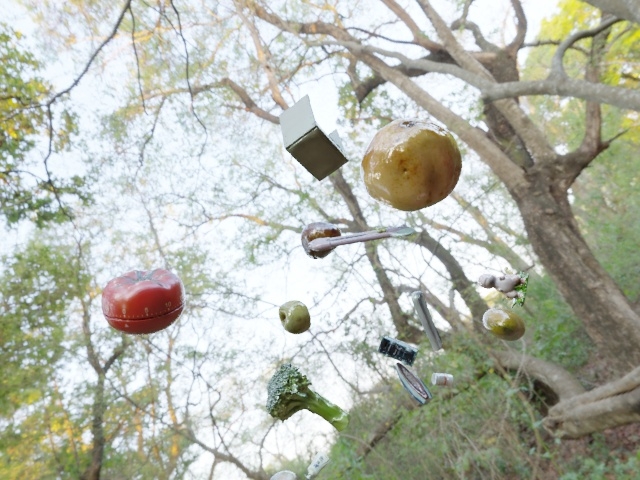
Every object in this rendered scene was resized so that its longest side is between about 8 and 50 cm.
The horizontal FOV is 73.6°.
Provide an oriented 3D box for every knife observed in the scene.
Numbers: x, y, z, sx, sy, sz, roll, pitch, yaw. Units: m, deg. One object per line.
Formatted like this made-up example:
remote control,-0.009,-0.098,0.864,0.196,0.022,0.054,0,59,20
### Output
knife,0.149,-0.015,1.609,0.399,0.038,0.132,-11,15,2
knife,0.436,0.323,1.738,0.041,0.265,0.073,-17,13,34

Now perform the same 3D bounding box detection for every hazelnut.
hazelnut,0.000,0.000,2.407,0.252,0.217,0.217,-16,-12,37

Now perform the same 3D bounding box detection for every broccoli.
broccoli,-0.079,0.763,2.014,0.274,0.397,0.353,-61,20,-13

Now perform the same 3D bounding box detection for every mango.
mango,0.835,0.381,1.962,0.255,0.176,0.139,26,-99,-48

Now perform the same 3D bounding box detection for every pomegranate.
pomegranate,0.361,-0.286,1.736,0.412,0.411,0.411,-28,-29,-17

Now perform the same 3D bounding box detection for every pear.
pear,-0.120,0.361,2.031,0.137,0.167,0.167,-12,-36,-24

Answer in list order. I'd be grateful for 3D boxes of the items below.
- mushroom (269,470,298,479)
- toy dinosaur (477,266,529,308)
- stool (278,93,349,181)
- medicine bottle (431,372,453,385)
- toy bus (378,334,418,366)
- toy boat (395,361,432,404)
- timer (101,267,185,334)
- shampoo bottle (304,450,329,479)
mushroom,-0.097,0.935,1.519,0.215,0.207,0.207,4,-36,-2
toy dinosaur,0.720,0.188,1.695,0.194,0.177,0.152,-8,-73,-61
stool,-0.031,-0.443,1.860,0.170,0.269,0.244,-31,-45,20
medicine bottle,0.593,0.678,2.082,0.089,0.057,0.057,7,-41,-9
toy bus,0.343,0.484,1.883,0.092,0.160,0.079,10,-81,-69
toy boat,0.400,0.618,1.888,0.080,0.229,0.045,-30,-46,-12
timer,-0.851,0.295,2.072,0.378,0.378,0.279,-13,-69,-39
shampoo bottle,-0.015,0.799,1.504,0.034,0.049,0.141,-37,-9,25
